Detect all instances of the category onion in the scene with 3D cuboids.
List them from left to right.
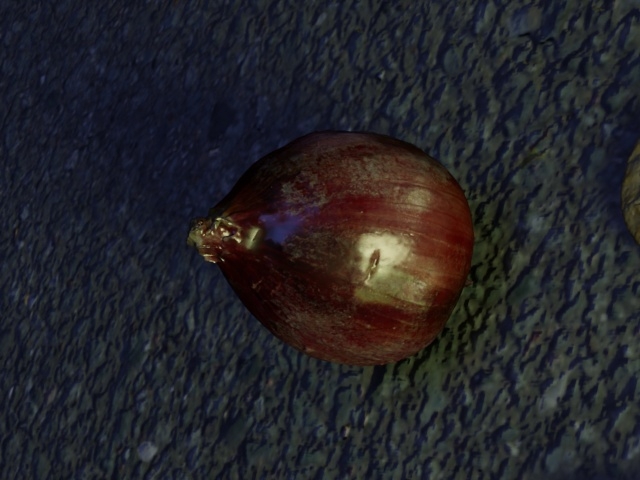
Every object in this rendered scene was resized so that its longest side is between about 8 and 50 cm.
[{"bbox_3d":[0.000,0.000,1.044,0.159,0.194,0.160,-23,62,54],"label":"onion"}]

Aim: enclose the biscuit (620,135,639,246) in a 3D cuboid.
[{"bbox_3d":[0.222,-0.040,0.952,0.120,0.015,0.120,-28,49,38],"label":"biscuit"}]
